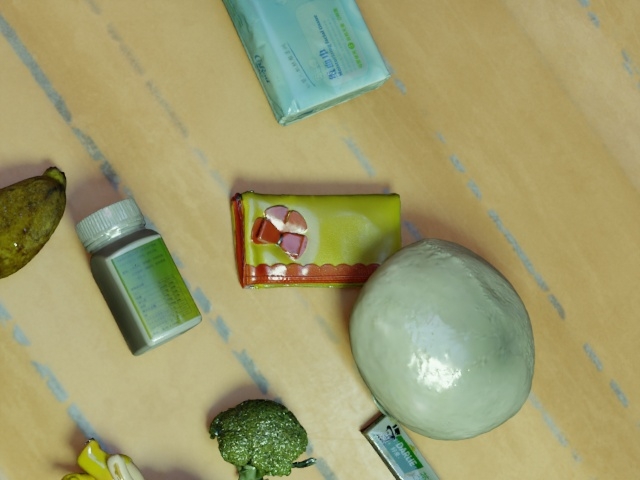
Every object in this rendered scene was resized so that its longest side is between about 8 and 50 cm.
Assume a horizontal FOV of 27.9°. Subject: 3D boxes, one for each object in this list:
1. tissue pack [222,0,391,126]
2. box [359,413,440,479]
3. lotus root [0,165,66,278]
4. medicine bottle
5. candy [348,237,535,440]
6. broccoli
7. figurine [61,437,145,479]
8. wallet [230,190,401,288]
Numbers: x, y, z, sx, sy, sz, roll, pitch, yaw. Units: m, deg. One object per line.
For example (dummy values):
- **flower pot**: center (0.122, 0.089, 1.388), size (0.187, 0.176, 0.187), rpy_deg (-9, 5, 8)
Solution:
- **tissue pack**: center (-0.030, -0.316, 1.841), size (0.177, 0.089, 0.263), rpy_deg (-24, 87, -18)
- **box**: center (0.136, 0.333, 1.795), size (0.050, 0.041, 0.207), rpy_deg (-36, 92, -17)
- **lotus root**: center (-0.392, -0.030, 1.671), size (0.191, 0.094, 0.108), rpy_deg (-43, 129, -25)
- **medicine bottle**: center (-0.241, 0.047, 1.680), size (0.088, 0.132, 0.188), rpy_deg (-26, 88, -20)
- **candy**: center (0.180, 0.134, 1.755), size (0.296, 0.185, 0.295), rpy_deg (4, 83, -34)
- **broccoli**: center (-0.080, 0.268, 1.706), size (0.131, 0.130, 0.120), rpy_deg (2, 115, -32)
- **figurine**: center (-0.204, 0.344, 1.634), size (0.246, 0.156, 0.131), rpy_deg (34, 74, 9)
- **wallet**: center (0.000, 0.000, 1.802), size (0.241, 0.067, 0.141), rpy_deg (-1, 82, -18)
